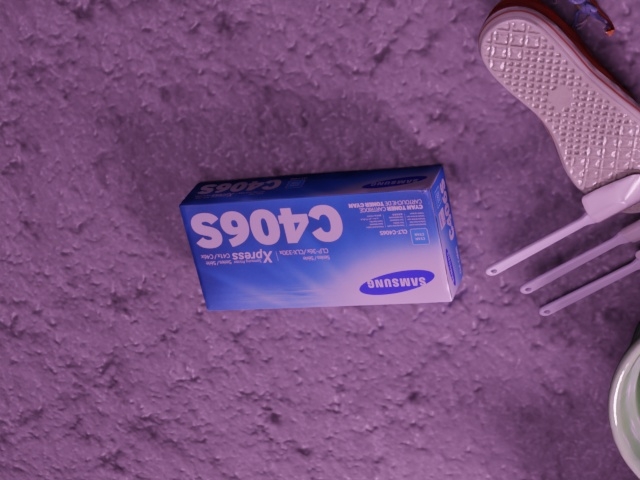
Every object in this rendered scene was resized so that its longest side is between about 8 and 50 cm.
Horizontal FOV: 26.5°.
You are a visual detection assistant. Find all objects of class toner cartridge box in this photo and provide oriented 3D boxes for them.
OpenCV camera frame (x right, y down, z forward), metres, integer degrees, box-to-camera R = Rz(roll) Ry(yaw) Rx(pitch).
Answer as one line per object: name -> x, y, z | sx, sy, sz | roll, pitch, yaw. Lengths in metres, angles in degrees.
toner cartridge box -> 0.000, 0.000, 1.782 | 0.347, 0.075, 0.165 | -4, 117, 21

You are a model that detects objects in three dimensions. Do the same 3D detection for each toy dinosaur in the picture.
toy dinosaur -> 0.305, -0.270, 1.553 | 0.082, 0.047, 0.090 | 15, 112, -10

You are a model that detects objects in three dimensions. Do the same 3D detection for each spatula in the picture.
spatula -> 0.333, 0.012, 1.673 | 0.242, 0.019, 0.168 | -30, 134, 32

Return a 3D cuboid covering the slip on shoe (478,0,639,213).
slip on shoe -> 0.305, -0.160, 1.579 | 0.123, 0.101, 0.331 | -32, 117, 31

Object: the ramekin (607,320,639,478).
ramekin -> 0.511, 0.178, 1.655 | 0.303, 0.148, 0.303 | 8, 119, 15
